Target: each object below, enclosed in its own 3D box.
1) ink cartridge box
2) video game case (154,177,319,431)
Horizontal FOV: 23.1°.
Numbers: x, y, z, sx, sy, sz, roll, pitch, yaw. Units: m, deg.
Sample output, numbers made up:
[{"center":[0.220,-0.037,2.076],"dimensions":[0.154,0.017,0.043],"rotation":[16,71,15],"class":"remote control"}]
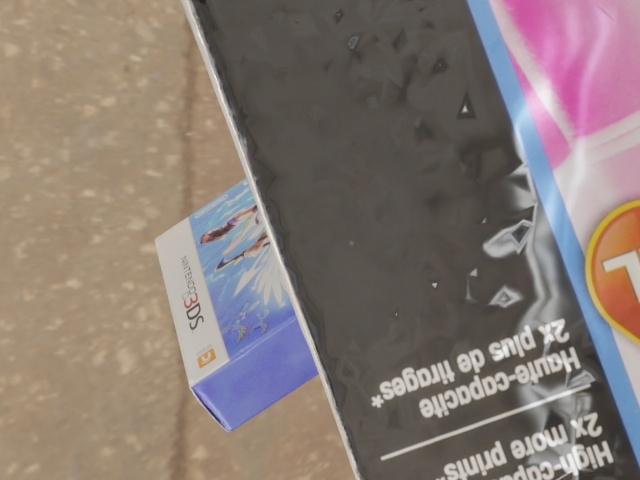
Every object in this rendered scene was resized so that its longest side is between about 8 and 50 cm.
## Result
[{"center":[0.083,0.018,0.505],"dimensions":[0.175,0.069,0.371],"rotation":[-20,88,1],"class":"ink cartridge box"},{"center":[0.000,0.000,1.278],"dimensions":[0.269,0.244,0.061],"rotation":[-34,121,6],"class":"video game case"}]
